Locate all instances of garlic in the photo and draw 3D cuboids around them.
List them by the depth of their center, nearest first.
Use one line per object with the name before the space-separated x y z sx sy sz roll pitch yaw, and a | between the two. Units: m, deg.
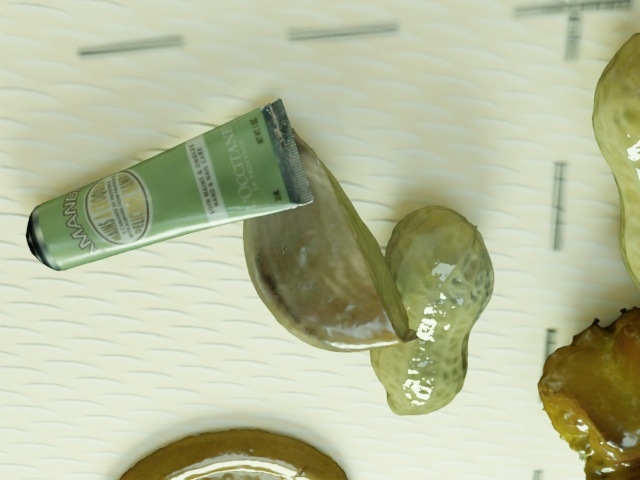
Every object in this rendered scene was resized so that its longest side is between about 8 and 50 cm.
garlic | -0.008 0.012 1.041 0.101 0.087 0.195 -26 91 20

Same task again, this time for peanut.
peanut | 0.285 -0.045 1.050 0.111 0.125 0.274 -12 126 20
peanut | 0.093 0.064 1.108 0.098 0.090 0.214 -29 140 -44

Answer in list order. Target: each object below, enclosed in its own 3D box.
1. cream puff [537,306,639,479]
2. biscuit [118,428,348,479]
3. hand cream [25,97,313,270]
cream puff | 0.319 0.156 1.176 0.269 0.155 0.241 8 126 -22
biscuit | -0.087 0.289 1.251 0.262 0.037 0.262 -4 122 -7
hand cream | -0.127 -0.034 1.011 0.235 0.055 0.086 -19 82 10
